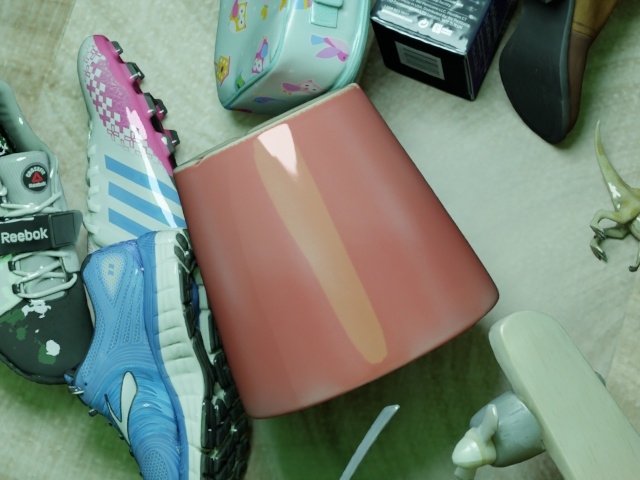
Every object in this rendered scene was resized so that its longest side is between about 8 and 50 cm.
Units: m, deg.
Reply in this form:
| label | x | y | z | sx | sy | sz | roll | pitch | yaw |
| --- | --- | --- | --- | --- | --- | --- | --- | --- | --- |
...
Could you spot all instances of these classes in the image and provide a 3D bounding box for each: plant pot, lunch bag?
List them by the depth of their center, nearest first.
| label | x | y | z | sx | sy | sz | roll | pitch | yaw |
| --- | --- | --- | --- | --- | --- | --- | --- | --- | --- |
| plant pot | 0.000 | 0.000 | 1.613 | 0.275 | 0.275 | 0.243 | -25 | 95 | 2 |
| lunch bag | -0.018 | -0.262 | 1.733 | 0.108 | 0.224 | 0.279 | 11 | 76 | -23 |

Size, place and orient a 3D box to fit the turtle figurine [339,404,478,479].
| label | x | y | z | sx | sy | sz | roll | pitch | yaw |
| --- | --- | --- | --- | --- | --- | --- | --- | --- | --- |
| turtle figurine | 0.024 | 0.317 | 1.621 | 0.266 | 0.198 | 0.274 | -18 | 80 | 19 |

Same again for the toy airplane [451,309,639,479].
| label | x | y | z | sx | sy | sz | roll | pitch | yaw |
| --- | --- | --- | --- | --- | --- | --- | --- | --- | --- |
| toy airplane | 0.281 | 0.290 | 1.539 | 0.272 | 0.384 | 0.386 | -30 | 45 | 44 |

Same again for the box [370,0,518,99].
| label | x | y | z | sx | sy | sz | roll | pitch | yaw |
| --- | --- | --- | --- | --- | --- | --- | --- | --- | --- |
| box | 0.144 | -0.271 | 1.750 | 0.108 | 0.153 | 0.207 | 23 | 82 | 13 |

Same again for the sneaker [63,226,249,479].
| label | x | y | z | sx | sy | sz | roll | pitch | yaw |
| --- | --- | --- | --- | --- | --- | --- | --- | --- | --- |
| sneaker | -0.164 | 0.152 | 1.691 | 0.147 | 0.130 | 0.330 | -4 | 100 | 20 |

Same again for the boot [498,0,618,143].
| label | x | y | z | sx | sy | sz | roll | pitch | yaw |
| --- | --- | --- | --- | --- | --- | --- | --- | --- | --- |
| boot | 0.306 | -0.257 | 1.736 | 0.280 | 0.264 | 0.096 | -30 | 36 | -25 |

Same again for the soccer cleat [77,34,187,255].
| label | x | y | z | sx | sy | sz | roll | pitch | yaw |
| --- | --- | --- | --- | --- | --- | --- | --- | --- | --- |
| soccer cleat | -0.202 | -0.056 | 1.772 | 0.143 | 0.116 | 0.331 | -28 | 74 | 3 |

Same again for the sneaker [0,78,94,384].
| label | x | y | z | sx | sy | sz | roll | pitch | yaw |
| --- | --- | --- | --- | --- | --- | --- | --- | --- | --- |
| sneaker | -0.308 | -0.015 | 1.739 | 0.122 | 0.146 | 0.330 | -14 | 68 | -30 |

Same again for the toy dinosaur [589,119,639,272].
| label | x | y | z | sx | sy | sz | roll | pitch | yaw |
| --- | --- | --- | --- | --- | --- | --- | --- | --- | --- |
| toy dinosaur | 0.310 | -0.025 | 1.730 | 0.092 | 0.053 | 0.183 | -39 | 82 | -18 |
